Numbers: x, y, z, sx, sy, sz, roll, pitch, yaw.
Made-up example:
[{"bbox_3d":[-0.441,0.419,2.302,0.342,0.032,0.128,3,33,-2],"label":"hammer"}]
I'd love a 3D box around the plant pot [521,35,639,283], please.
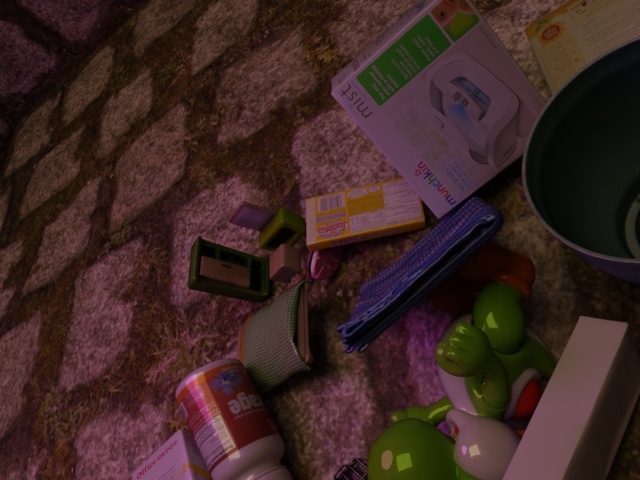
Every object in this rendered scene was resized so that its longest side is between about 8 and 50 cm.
[{"bbox_3d":[0.406,-0.065,0.701,0.293,0.196,0.293,-23,50,30],"label":"plant pot"}]

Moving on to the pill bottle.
[{"bbox_3d":[-0.131,0.303,0.972,0.121,0.121,0.216,-41,63,14],"label":"pill bottle"}]

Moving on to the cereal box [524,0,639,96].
[{"bbox_3d":[0.427,-0.289,0.952,0.173,0.047,0.240,-26,48,28],"label":"cereal box"}]

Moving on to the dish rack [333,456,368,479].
[{"bbox_3d":[0.032,0.419,0.773,0.271,0.074,0.208,-49,39,-9],"label":"dish rack"}]

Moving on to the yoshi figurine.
[{"bbox_3d":[0.153,0.183,0.753,0.203,0.203,0.362,-14,50,37],"label":"yoshi figurine"}]

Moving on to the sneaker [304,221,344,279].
[{"bbox_3d":[0.000,0.000,1.141,0.074,0.063,0.170,-15,51,40],"label":"sneaker"}]

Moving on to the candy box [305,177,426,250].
[{"bbox_3d":[0.075,-0.048,1.077,0.205,0.027,0.105,-11,55,13],"label":"candy box"}]

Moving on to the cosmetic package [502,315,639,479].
[{"bbox_3d":[0.271,0.204,0.664,0.060,0.099,0.239,8,50,45],"label":"cosmetic package"}]

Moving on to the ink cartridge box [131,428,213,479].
[{"bbox_3d":[-0.200,0.417,0.982,0.128,0.127,0.176,-43,42,12],"label":"ink cartridge box"}]

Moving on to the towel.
[{"bbox_3d":[0.133,0.026,0.854,0.243,0.040,0.336,-43,0,11],"label":"towel"}]

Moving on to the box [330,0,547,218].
[{"bbox_3d":[0.182,-0.212,0.950,0.231,0.262,0.127,-38,18,15],"label":"box"}]

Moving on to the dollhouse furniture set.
[{"bbox_3d":[-0.129,0.102,1.076,0.197,0.151,0.302,-45,38,43],"label":"dollhouse furniture set"}]
